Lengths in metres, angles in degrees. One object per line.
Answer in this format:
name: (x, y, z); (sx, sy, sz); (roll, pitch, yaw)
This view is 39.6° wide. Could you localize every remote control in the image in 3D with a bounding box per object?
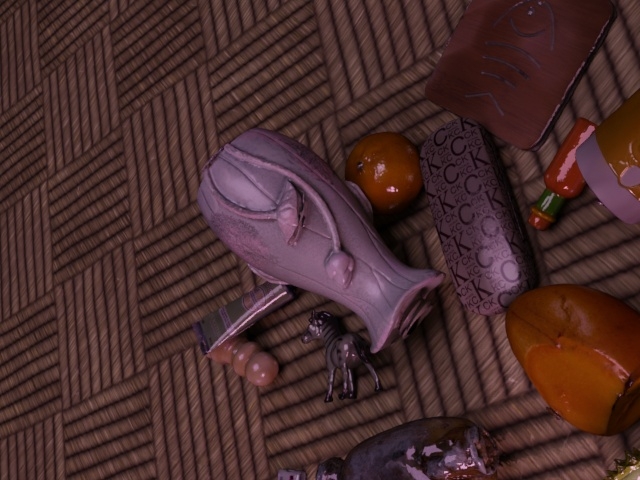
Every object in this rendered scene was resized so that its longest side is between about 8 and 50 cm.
remote control: (-0.062, 0.517, 1.673); (0.065, 0.029, 0.166); (-6, 74, 41)

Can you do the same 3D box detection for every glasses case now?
glasses case: (0.261, -0.045, 1.504); (0.137, 0.085, 0.355); (-29, 61, 31)

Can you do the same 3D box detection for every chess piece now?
chess piece: (-0.153, 0.236, 1.800); (0.170, 0.094, 0.094); (32, 100, 34)

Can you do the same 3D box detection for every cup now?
cup: (0.513, -0.120, 1.264); (0.226, 0.185, 0.241); (-39, 87, 33)

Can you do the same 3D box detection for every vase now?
vase: (0.000, 0.000, 1.550); (0.445, 0.250, 0.250); (39, 106, 14)

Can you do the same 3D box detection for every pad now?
pad: (0.339, -0.329, 1.559); (0.286, 0.018, 0.284); (38, 104, 40)

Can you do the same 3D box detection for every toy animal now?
toy animal: (0.038, 0.202, 1.620); (0.217, 0.073, 0.176); (150, 113, -66)

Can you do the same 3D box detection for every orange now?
orange: (0.113, -0.123, 1.630); (0.156, 0.124, 0.156); (-14, 68, 39)

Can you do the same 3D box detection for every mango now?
mango: (0.382, 0.153, 1.315); (0.257, 0.138, 0.187); (51, 129, 41)

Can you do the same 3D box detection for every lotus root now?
lotus root: (0.145, 0.382, 1.447); (0.349, 0.175, 0.175); (-22, 65, 40)

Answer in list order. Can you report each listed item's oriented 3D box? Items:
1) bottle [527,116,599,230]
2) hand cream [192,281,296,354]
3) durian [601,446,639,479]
bottle: (0.393, -0.101, 1.419); (0.069, 0.069, 0.187); (41, 107, 40)
hand cream: (-0.148, 0.140, 1.782); (0.235, 0.055, 0.086); (-30, 47, 3)
durian: (0.480, 0.362, 1.141); (0.236, 0.176, 0.200); (4, 71, 36)
